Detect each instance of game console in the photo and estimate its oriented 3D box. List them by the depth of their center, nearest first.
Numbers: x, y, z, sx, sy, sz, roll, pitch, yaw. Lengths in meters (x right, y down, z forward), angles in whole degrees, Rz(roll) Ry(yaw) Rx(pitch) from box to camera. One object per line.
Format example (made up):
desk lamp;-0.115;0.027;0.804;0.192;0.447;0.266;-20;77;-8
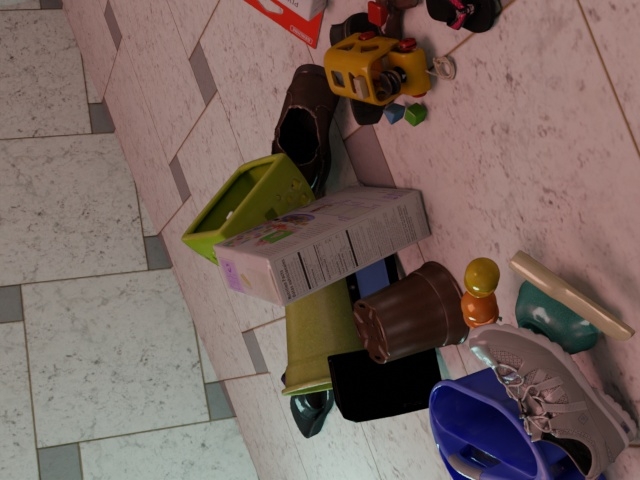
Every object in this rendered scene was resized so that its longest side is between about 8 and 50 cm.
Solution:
game console;0.107;0.165;1.790;0.044;0.213;0.361;126;134;-71

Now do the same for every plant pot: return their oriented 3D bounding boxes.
plant pot;0.160;0.142;1.680;0.167;0.165;0.167;49;149;42
plant pot;-0.116;-0.023;1.888;0.207;0.227;0.228;45;159;-18
plant pot;0.031;0.180;1.946;0.276;0.276;0.254;137;124;-67

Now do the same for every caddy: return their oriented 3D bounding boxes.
caddy;0.301;0.341;1.488;0.341;0.179;0.241;13;121;65

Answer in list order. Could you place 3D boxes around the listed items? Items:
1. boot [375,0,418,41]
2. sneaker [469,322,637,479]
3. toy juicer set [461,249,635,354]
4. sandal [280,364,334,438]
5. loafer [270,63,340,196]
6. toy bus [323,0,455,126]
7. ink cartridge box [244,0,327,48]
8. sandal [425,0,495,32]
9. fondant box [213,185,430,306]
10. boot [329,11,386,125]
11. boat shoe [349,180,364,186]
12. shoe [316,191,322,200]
boot;0.135;-0.374;1.494;0.114;0.037;0.106;-3;107;63
sneaker;0.318;0.225;1.284;0.281;0.115;0.105;39;155;0
toy juicer set;0.315;0.086;1.328;0.209;0.089;0.329;47;158;7
sandal;-0.046;0.423;2.488;0.167;0.107;0.446;57;154;32
loafer;-0.052;-0.195;1.894;0.134;0.130;0.366;18;139;10
toy bus;0.096;-0.275;1.508;0.191;0.104;0.202;51;154;9
ink cartridge box;-0.111;-0.517;1.786;0.275;0.060;0.239;37;148;13
sandal;0.198;-0.342;1.353;0.179;0.040;0.067;31;135;59
fondant box;0.000;0.000;1.692;0.238;0.330;0.096;11;120;60
boot;0.065;-0.312;1.677;0.137;0.077;0.198;-160;67;-69
boat shoe;0.073;-0.075;1.885;0.035;0.035;0.100;45;147;48
shoe;-0.029;-0.121;2.077;0.076;0.058;0.219;3;123;19
